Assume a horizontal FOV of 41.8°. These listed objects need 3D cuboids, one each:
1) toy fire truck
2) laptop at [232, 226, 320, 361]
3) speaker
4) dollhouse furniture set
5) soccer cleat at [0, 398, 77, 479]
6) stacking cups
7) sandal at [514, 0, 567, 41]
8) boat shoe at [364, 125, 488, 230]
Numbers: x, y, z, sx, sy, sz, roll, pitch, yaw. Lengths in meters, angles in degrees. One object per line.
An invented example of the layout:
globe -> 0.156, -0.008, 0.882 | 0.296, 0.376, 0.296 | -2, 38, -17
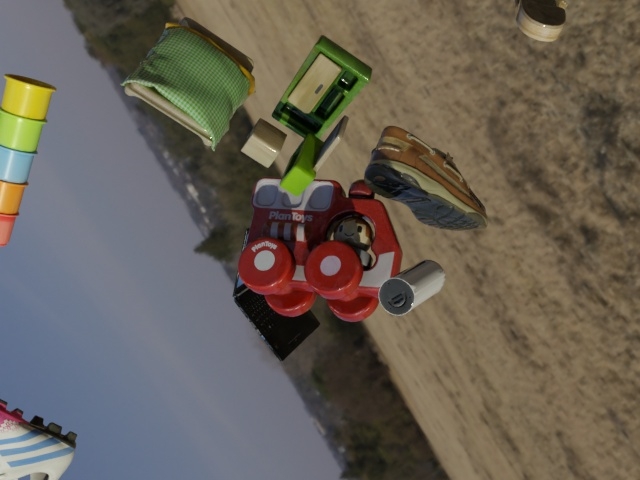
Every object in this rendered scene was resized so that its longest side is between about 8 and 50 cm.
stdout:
toy fire truck -> 0.000, 0.000, 1.520 | 0.169, 0.302, 0.254 | 51, -135, -61
laptop -> -0.078, 0.089, 1.837 | 0.264, 0.136, 0.234 | 53, -154, 1
speaker -> 0.135, 0.067, 1.215 | 0.055, 0.055, 0.136 | 58, -151, 6
dollhouse furniture set -> -0.101, -0.236, 1.222 | 0.301, 0.151, 0.197 | 32, -140, -12
soccer cleat -> -0.570, 0.352, 1.459 | 0.116, 0.143, 0.331 | 6, 154, 43
stacking cups -> -0.569, -0.143, 1.560 | 0.096, 0.316, 0.096 | 15, -169, -3
sandal -> 0.293, -0.317, 1.157 | 0.240, 0.088, 0.079 | -70, -3, -48
boat shoe -> 0.207, -0.108, 1.508 | 0.122, 0.120, 0.324 | -2, 161, 39
